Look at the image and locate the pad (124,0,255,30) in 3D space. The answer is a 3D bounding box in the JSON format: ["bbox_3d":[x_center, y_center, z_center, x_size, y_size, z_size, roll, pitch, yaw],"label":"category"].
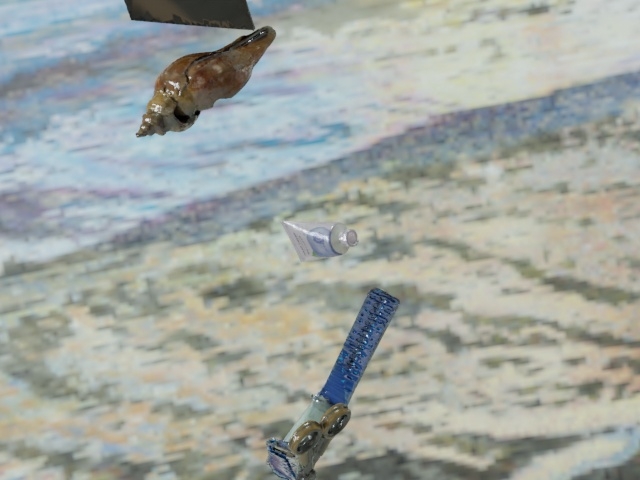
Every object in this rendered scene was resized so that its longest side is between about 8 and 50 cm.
[{"bbox_3d":[-0.207,-0.378,2.001,0.245,0.170,0.006,10,40,36],"label":"pad"}]

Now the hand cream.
[{"bbox_3d":[0.000,0.000,2.319,0.142,0.084,0.053,-5,31,41],"label":"hand cream"}]

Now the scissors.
[{"bbox_3d":[-0.015,0.275,1.671,0.088,0.220,0.017,-27,58,-34],"label":"scissors"}]

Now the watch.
[{"bbox_3d":[0.011,0.221,2.057,0.276,0.068,0.274,-54,-12,-18],"label":"watch"}]

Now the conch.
[{"bbox_3d":[-0.152,-0.211,1.815,0.233,0.080,0.086,-40,44,-4],"label":"conch"}]
